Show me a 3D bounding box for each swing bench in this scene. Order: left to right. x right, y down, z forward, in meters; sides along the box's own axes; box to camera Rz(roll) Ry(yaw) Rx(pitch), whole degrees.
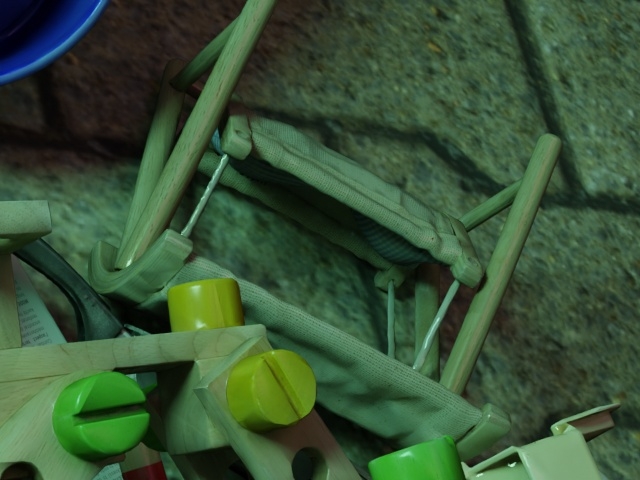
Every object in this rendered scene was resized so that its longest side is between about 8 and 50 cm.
[{"bbox_3d":[0.000,0.000,1.059,0.253,0.165,0.254,31,53,-19],"label":"swing bench"}]

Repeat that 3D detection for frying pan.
[{"bbox_3d":[-0.078,0.082,0.908,0.326,0.197,0.053,41,77,-42],"label":"frying pan"}]

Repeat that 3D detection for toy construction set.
[{"bbox_3d":[-0.105,0.079,0.733,0.257,0.309,0.237,-16,82,-10],"label":"toy construction set"}]

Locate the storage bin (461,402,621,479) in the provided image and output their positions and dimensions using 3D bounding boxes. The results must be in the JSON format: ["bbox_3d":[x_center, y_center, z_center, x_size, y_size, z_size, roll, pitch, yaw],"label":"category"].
[{"bbox_3d":[0.123,0.263,0.911,0.123,0.260,0.262,-10,69,-37],"label":"storage bin"}]

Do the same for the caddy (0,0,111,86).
[{"bbox_3d":[-0.218,-0.256,0.957,0.241,0.179,0.341,23,87,-24],"label":"caddy"}]

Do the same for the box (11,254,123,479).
[{"bbox_3d":[-0.176,0.120,0.912,0.100,0.060,0.244,-23,78,-43],"label":"box"}]

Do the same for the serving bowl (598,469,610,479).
[{"bbox_3d":[0.198,0.199,1.170,0.083,0.027,0.083,20,52,-27],"label":"serving bowl"}]
